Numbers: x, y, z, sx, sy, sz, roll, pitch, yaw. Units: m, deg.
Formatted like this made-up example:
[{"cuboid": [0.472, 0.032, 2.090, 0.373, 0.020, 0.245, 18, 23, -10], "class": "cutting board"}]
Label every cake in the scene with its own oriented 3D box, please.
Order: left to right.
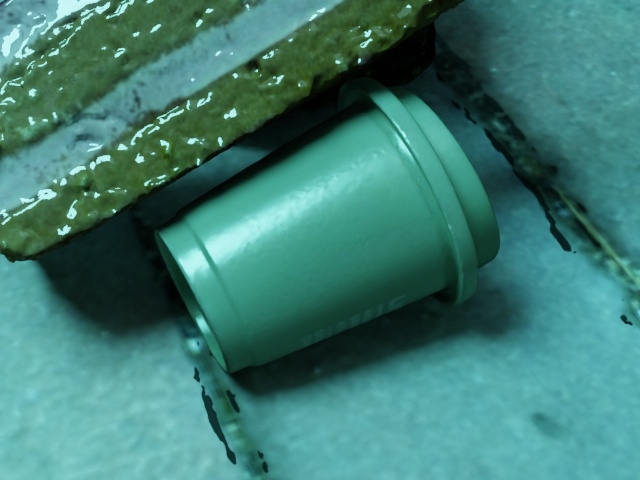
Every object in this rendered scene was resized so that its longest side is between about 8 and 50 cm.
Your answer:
[{"cuboid": [-0.062, -0.091, 0.563, 0.295, 0.116, 0.113, -32, 9, 13], "class": "cake"}]

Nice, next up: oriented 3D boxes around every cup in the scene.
[{"cuboid": [0.000, 0.000, 0.598, 0.141, 0.120, 0.120, -30, 53, -9], "class": "cup"}]

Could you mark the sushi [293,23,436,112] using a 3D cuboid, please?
[{"cuboid": [-0.048, -0.209, 0.741, 0.196, 0.182, 0.343, -19, 46, -10], "class": "sushi"}]
